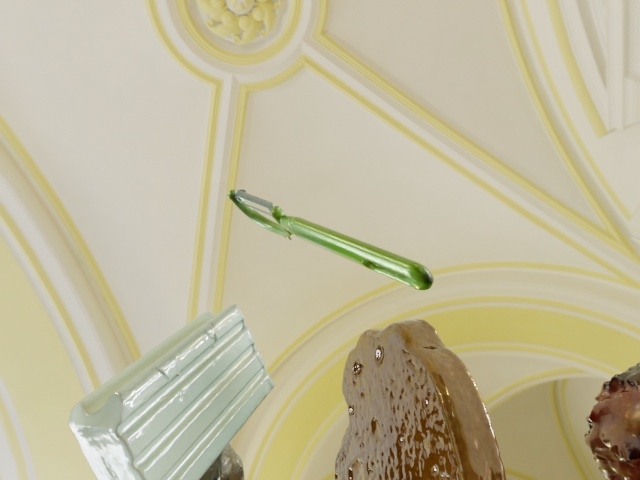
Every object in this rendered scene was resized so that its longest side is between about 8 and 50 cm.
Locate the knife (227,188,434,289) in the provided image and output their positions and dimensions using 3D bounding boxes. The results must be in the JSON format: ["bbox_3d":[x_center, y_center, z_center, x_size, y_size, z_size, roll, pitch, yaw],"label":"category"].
[{"bbox_3d":[-0.001,0.001,0.348,0.015,0.212,0.054,-51,-46,-17],"label":"knife"}]

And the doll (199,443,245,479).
[{"bbox_3d":[-0.272,0.387,0.734,0.158,0.341,0.245,3,-80,-56],"label":"doll"}]

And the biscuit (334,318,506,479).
[{"bbox_3d":[0.096,0.280,0.546,0.075,0.358,0.381,5,-32,-11],"label":"biscuit"}]

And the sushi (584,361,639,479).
[{"bbox_3d":[0.404,0.266,0.387,0.182,0.343,0.196,-28,-37,-7],"label":"sushi"}]

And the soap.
[{"bbox_3d":[-0.136,0.162,0.458,0.067,0.198,0.118,-18,-81,27],"label":"soap"}]
